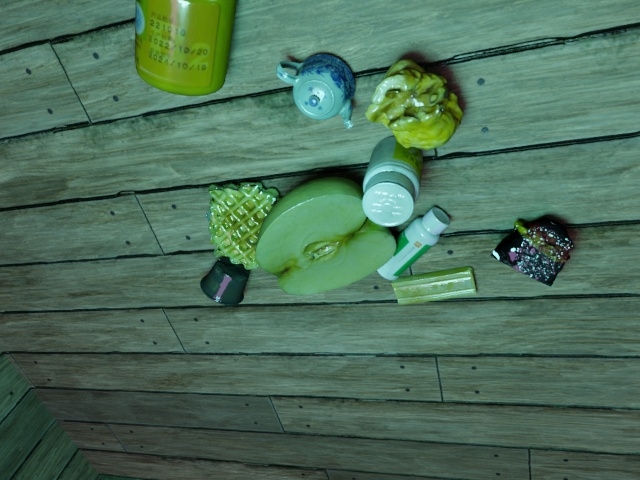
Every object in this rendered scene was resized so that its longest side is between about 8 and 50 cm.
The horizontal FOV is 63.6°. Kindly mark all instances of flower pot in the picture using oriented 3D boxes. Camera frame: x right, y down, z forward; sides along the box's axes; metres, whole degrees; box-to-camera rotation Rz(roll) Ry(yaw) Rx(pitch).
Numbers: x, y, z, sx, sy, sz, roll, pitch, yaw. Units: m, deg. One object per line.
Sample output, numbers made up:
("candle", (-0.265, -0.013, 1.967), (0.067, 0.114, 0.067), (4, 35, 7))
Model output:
("flower pot", (-0.311, 0.129, 1.737), (0.158, 0.157, 0.106), (29, 113, -5))

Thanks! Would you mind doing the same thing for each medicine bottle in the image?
("medicine bottle", (-0.307, -0.552, 1.189), (0.225, 0.224, 0.384), (20, 128, 2))
("medicine bottle", (0.182, -0.153, 1.310), (0.144, 0.258, 0.143), (8, 126, 11))
("medicine bottle", (0.266, 0.011, 1.506), (0.095, 0.095, 0.260), (35, 128, -10))

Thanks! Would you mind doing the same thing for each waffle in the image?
("waffle", (-0.216, -0.044, 1.626), (0.298, 0.073, 0.316), (9, 124, 11))

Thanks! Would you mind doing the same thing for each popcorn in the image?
("popcorn", (0.226, -0.324, 1.224), (0.192, 0.189, 0.254), (0, 165, 31))

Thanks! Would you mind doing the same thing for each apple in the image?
("apple", (0.000, 0.000, 1.445), (0.361, 0.312, 0.319), (-27, 91, 18))

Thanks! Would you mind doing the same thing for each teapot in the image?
("teapot", (-0.005, -0.370, 1.281), (0.232, 0.159, 0.159), (34, 127, -9))

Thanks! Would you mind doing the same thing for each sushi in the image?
("sushi", (0.584, 0.014, 1.386), (0.172, 0.153, 0.150), (35, 111, 18))

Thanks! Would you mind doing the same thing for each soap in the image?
("soap", (0.355, 0.141, 1.610), (0.252, 0.037, 0.092), (-11, 122, 23))
